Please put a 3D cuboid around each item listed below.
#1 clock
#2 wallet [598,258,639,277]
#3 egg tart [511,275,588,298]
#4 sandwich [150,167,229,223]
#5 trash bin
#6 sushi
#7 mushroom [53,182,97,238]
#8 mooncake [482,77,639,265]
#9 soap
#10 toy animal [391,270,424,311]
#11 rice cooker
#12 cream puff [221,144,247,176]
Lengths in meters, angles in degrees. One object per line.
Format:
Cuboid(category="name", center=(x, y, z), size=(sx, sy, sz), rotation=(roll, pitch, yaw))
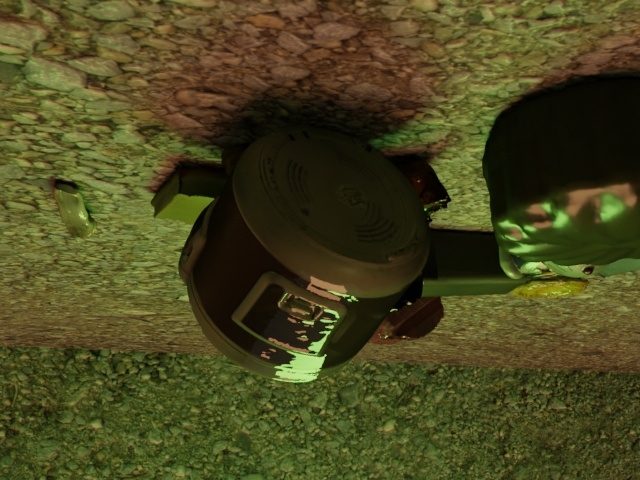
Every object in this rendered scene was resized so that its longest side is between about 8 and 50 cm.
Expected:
Cuboid(category="clock", center=(0.463, 0.007, 1.464), size=(0.199, 0.147, 0.243), rotation=(3, 167, -25))
Cuboid(category="wallet", center=(0.652, 0.008, 1.607), size=(0.290, 0.054, 0.251), rotation=(16, 156, -36))
Cuboid(category="egg tart", center=(0.566, 0.099, 1.861), size=(0.191, 0.074, 0.191), rotation=(0, 163, 0))
Cuboid(category="sandwich", center=(-0.176, -0.068, 1.398), size=(0.244, 0.063, 0.212), rotation=(10, 164, -25))
Cuboid(category="trash bin", center=(0.317, 0.057, 1.671), size=(0.240, 0.122, 0.164), rotation=(1, 163, -9))
Cuboid(category="sushi", center=(0.120, -0.047, 1.305), size=(0.287, 0.140, 0.149), rotation=(-10, 153, 34))
Cuboid(category="mushroom", center=(-0.477, -0.062, 1.448), size=(0.059, 0.054, 0.202), rotation=(-3, 158, -6))
Cuboid(category="mooncake", center=(0.422, -0.080, 1.106), size=(0.356, 0.194, 0.356), rotation=(2, 163, 1))
Cuboid(category="soap", center=(0.210, 0.164, 1.912), size=(0.112, 0.182, 0.289), rotation=(-21, -174, 46))
Cuboid(category="toy animal", center=(0.141, 0.056, 1.571), size=(0.138, 0.179, 0.166), rotation=(-10, -177, -29))
Cuboid(category="rice cooker", center=(-0.033, 0.031, 1.147), size=(0.335, 0.335, 0.325), rotation=(9, 136, -26))
Cuboid(category="cream puff", center=(-0.126, -0.125, 1.219), size=(0.058, 0.083, 0.083), rotation=(-48, 136, 4))
